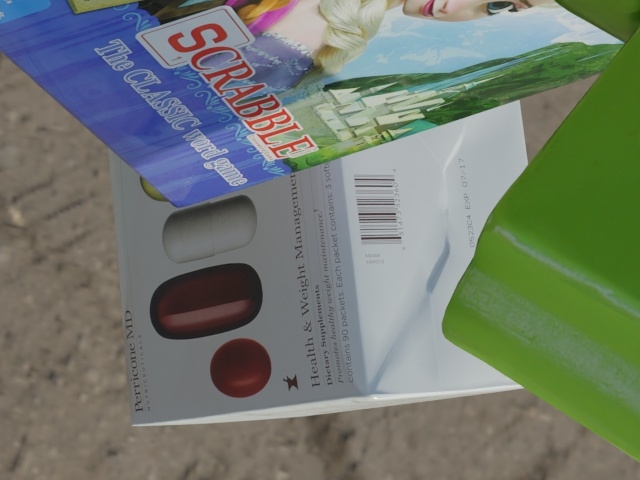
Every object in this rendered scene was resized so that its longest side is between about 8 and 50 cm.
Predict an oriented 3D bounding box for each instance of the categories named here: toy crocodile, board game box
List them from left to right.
[{"bbox_3d":[0.030,-0.133,0.645,0.319,0.318,0.066,45,29,-66],"label":"board game box"},{"bbox_3d":[0.144,-0.089,0.393,0.340,0.115,0.105,-55,162,-22],"label":"toy crocodile"}]

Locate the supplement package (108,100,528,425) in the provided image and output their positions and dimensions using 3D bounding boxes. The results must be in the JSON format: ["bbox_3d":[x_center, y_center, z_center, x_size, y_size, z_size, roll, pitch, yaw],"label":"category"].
[{"bbox_3d":[0.000,0.000,0.962,0.149,0.203,0.194,0,80,-42],"label":"supplement package"}]
